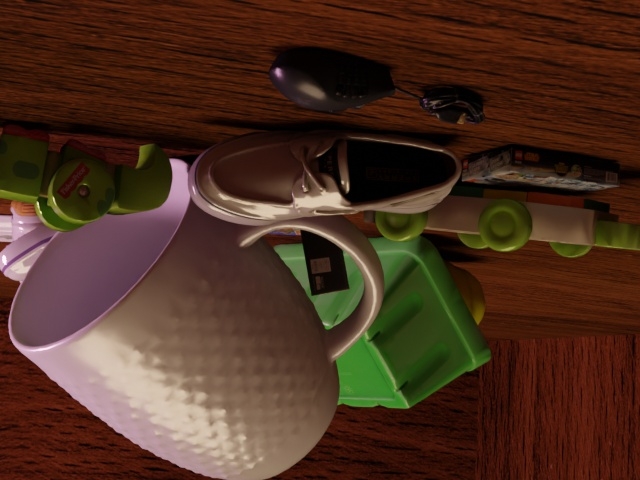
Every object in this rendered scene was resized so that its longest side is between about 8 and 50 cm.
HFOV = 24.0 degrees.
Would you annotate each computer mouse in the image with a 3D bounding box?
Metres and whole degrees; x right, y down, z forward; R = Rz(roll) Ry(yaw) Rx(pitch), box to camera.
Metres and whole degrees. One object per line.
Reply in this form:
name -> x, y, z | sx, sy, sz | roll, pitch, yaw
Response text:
computer mouse -> 0.053, -0.115, 1.253 | 0.242, 0.041, 0.071 | 9, 170, -41

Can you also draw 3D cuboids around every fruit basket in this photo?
fruit basket -> 0.110, 0.100, 2.388 | 0.392, 0.283, 0.392 | -25, -158, 11

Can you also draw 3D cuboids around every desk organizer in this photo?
desk organizer -> 0.000, 0.000, 1.816 | 0.047, 0.130, 0.050 | -10, 176, -3

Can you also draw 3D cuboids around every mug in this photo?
mug -> -0.103, 0.090, 1.702 | 0.374, 0.276, 0.328 | -33, 120, 20

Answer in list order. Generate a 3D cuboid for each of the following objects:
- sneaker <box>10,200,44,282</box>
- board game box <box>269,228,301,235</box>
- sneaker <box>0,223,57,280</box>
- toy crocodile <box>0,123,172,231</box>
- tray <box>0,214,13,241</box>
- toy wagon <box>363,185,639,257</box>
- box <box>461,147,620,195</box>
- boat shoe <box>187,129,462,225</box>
sneaker -> -0.371, 0.021, 2.179 | 0.112, 0.131, 0.296 | -1, 173, 17
board game box -> -0.061, -0.037, 1.950 | 0.136, 0.035, 0.201 | 3, 173, 3
sneaker -> -0.246, 0.041, 1.859 | 0.282, 0.161, 0.102 | -14, 167, -20
toy crocodile -> -0.320, -0.077, 1.552 | 0.341, 0.105, 0.115 | 11, 171, -18
tray -> -0.564, -0.021, 2.333 | 0.270, 0.030, 0.145 | 3, 174, 3
toy wagon -> 0.229, -0.019, 1.684 | 0.344, 0.068, 0.267 | 5, -179, 26
box -> 0.230, -0.071, 1.573 | 0.137, 0.027, 0.094 | 6, 172, -27
boat shoe -> 0.007, -0.065, 1.474 | 0.268, 0.096, 0.088 | 4, 169, -11
